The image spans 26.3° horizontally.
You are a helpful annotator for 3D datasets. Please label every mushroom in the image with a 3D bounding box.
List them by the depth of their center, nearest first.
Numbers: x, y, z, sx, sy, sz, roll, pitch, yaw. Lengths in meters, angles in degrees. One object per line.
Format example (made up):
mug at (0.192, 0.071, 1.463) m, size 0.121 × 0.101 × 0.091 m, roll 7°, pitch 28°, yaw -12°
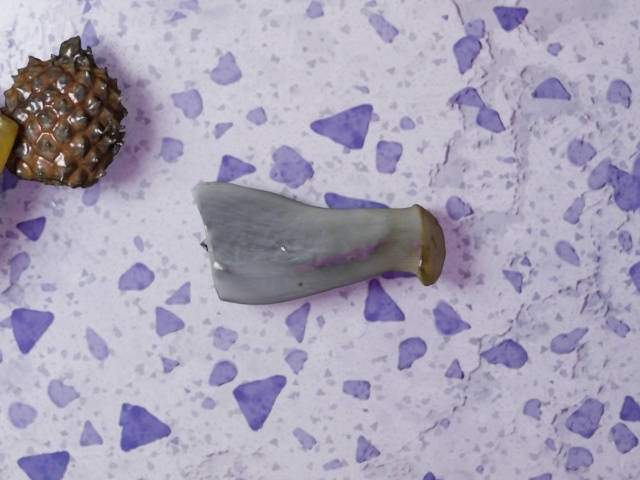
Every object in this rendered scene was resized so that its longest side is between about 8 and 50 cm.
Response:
mushroom at (0.000, 0.000, 1.777) m, size 0.328 × 0.122 × 0.159 m, roll -3°, pitch 107°, yaw -3°

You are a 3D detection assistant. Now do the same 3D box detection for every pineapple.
pineapple at (-0.321, -0.163, 1.723) m, size 0.166 × 0.166 × 0.193 m, roll 8°, pitch 96°, yaw -4°

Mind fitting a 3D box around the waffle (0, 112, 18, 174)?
waffle at (-0.497, -0.094, 1.709) m, size 0.248 × 0.055 × 0.221 m, roll 32°, pitch 98°, yaw 34°
